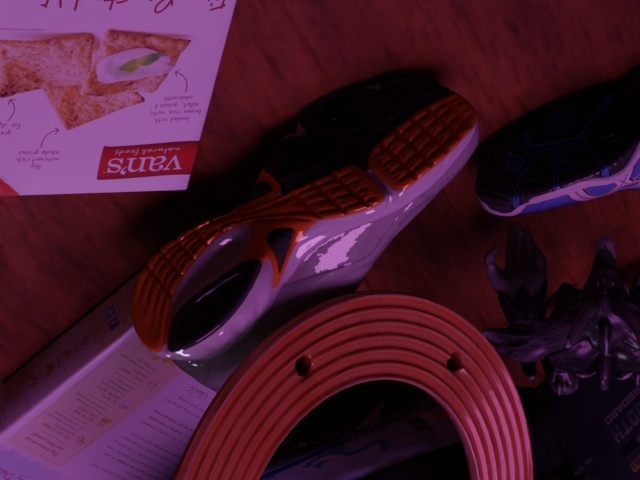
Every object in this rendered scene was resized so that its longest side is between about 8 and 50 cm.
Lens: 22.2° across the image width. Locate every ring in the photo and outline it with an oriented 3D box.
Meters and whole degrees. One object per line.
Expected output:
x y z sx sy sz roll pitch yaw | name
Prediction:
0.021 0.198 1.091 0.337 0.032 0.336 -9 104 -41 | ring

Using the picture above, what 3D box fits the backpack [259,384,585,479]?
0.013 0.282 1.257 0.356 0.273 0.290 -21 108 -45 | backpack

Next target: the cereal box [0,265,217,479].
-0.129 0.117 1.187 0.240 0.047 0.173 -37 137 14 | cereal box

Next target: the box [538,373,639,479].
0.267 0.158 1.334 0.059 0.183 0.232 14 127 -40 | box

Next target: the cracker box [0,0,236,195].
-0.132 -0.129 0.909 0.156 0.067 0.232 -4 136 -24 | cracker box

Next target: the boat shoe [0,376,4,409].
-0.297 0.092 1.073 0.178 0.064 0.060 10 159 -33 | boat shoe

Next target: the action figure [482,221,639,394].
0.200 0.041 1.177 0.164 0.140 0.275 -6 171 7 | action figure

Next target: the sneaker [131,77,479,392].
0.000 0.000 1.082 0.262 0.099 0.121 -37 145 -3 | sneaker

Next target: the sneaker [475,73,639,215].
0.211 -0.060 1.152 0.211 0.080 0.081 -22 138 -5 | sneaker
